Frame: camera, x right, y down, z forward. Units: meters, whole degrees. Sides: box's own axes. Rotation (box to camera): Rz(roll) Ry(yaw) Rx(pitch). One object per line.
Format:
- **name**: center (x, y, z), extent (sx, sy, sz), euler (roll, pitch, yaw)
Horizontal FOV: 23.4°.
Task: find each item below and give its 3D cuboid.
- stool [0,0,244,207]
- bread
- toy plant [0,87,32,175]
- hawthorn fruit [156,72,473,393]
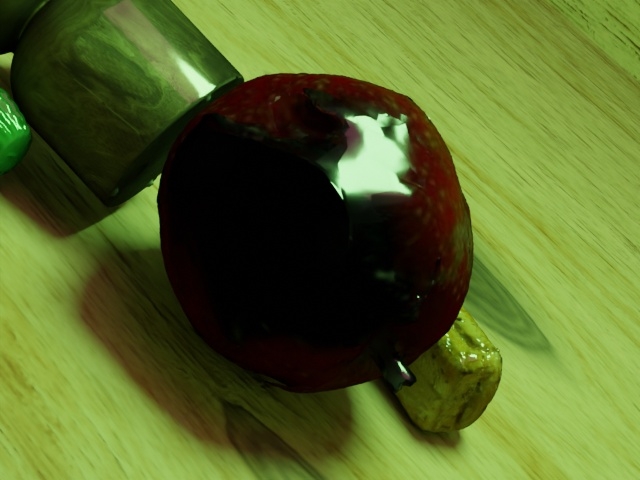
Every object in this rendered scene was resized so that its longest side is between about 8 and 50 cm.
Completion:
- **stool**: center (-0.221, -0.183, 1.433), extent (0.264, 0.179, 0.179), euler (47, 26, 4)
- **bread**: center (0.095, 0.088, 1.517), extent (0.083, 0.114, 0.211), euler (-8, 46, -34)
- **toy plant**: center (-0.359, -0.143, 1.393), extent (0.240, 0.088, 0.154), euler (39, 11, 34)
- **hawthorn fruit**: center (-0.008, -0.014, 1.361), extent (0.316, 0.316, 0.316), euler (28, 25, -15)
